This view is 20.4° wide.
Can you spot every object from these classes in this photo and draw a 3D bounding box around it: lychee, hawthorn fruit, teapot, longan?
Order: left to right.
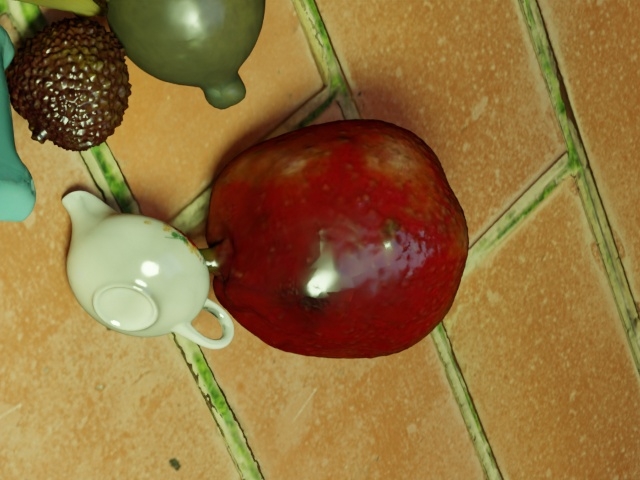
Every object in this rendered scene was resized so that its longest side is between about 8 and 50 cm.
[{"bbox_3d":[-0.241,-0.152,1.709,0.123,0.123,0.129,14,94,-46],"label":"lychee"},{"bbox_3d":[-0.179,0.045,1.799,0.226,0.145,0.092,40,40,-22],"label":"teapot"},{"bbox_3d":[-0.129,-0.227,1.762,0.159,0.185,0.204,-23,97,5],"label":"longan"},{"bbox_3d":[0.000,0.000,1.903,0.307,0.265,0.265,-1,101,-23],"label":"hawthorn fruit"}]

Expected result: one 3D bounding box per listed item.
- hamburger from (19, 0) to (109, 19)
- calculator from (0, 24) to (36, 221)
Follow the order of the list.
[{"bbox_3d":[-0.274,-0.299,1.581,0.237,0.237,0.149,19,83,-46],"label":"hamburger"},{"bbox_3d":[-0.399,-0.156,1.504,0.386,0.054,0.256,20,46,-43],"label":"calculator"}]
